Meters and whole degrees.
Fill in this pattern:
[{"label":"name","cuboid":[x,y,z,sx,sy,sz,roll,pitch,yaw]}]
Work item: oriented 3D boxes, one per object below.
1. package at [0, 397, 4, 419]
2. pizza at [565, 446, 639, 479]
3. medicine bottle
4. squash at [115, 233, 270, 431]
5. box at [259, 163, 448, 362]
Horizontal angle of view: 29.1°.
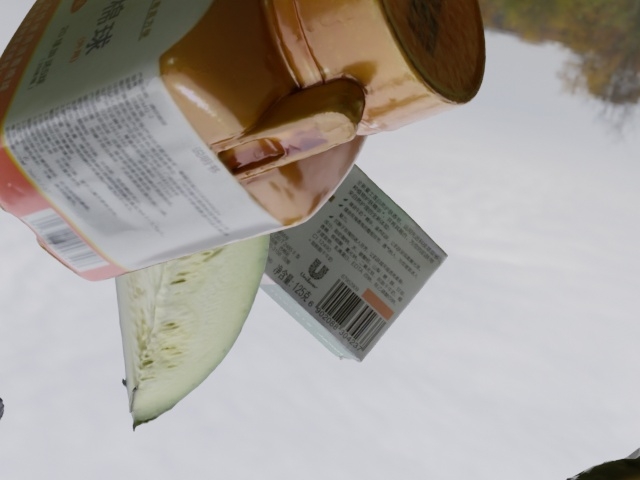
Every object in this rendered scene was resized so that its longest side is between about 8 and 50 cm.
[{"label":"package","cuboid":[-0.408,0.180,0.995,0.269,0.194,0.071,20,-162,-44]},{"label":"pizza","cuboid":[0.188,0.125,0.422,0.409,0.277,0.114,29,-149,-54]},{"label":"medicine bottle","cuboid":[-0.044,-0.081,0.579,0.222,0.112,0.149,-16,-139,32]},{"label":"squash","cuboid":[-0.088,0.039,0.926,0.093,0.252,0.169,-10,-165,-28]},{"label":"box","cuboid":[0.000,0.000,1.143,0.199,0.135,0.081,45,166,-13]}]
